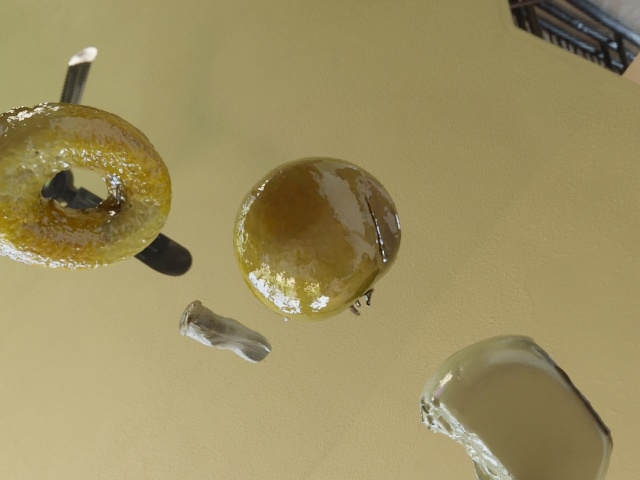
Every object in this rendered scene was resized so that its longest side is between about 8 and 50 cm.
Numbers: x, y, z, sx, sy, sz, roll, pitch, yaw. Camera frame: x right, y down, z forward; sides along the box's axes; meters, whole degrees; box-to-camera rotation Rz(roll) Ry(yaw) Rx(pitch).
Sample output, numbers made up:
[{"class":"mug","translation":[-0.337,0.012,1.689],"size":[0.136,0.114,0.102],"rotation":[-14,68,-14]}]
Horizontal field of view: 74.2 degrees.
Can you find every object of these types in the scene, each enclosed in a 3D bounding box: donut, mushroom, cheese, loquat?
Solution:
[{"class":"donut","translation":[-0.224,-0.045,0.396],"size":[0.066,0.179,0.162],"rotation":[16,-68,46]},{"class":"mushroom","translation":[-0.161,0.165,0.744],"size":[0.054,0.202,0.059],"rotation":[27,-98,48]},{"class":"cheese","translation":[0.278,0.277,0.622],"size":[0.233,0.127,0.266],"rotation":[-37,-95,-9]},{"class":"loquat","translation":[0.000,-0.001,0.514],"size":[0.213,0.213,0.212],"rotation":[-3,-107,10]}]
